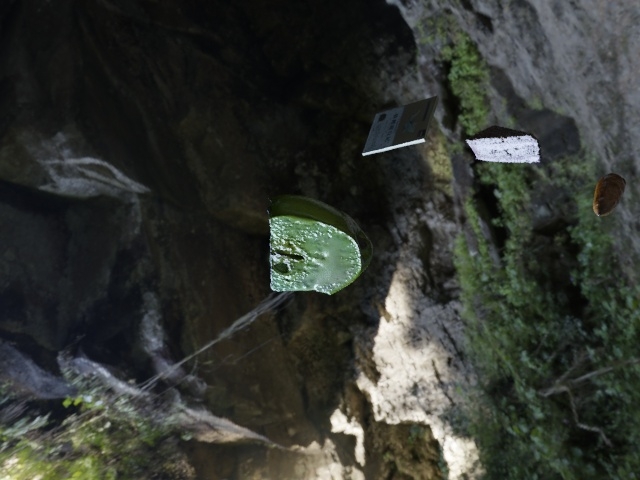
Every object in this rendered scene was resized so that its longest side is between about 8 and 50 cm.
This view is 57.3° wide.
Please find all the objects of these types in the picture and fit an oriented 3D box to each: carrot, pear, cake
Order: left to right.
[{"bbox_3d":[0.000,0.000,1.549,0.176,0.282,0.286,-85,-2,-52],"label":"pear"},{"bbox_3d":[0.684,-0.351,2.130,0.295,0.113,0.116,22,147,55],"label":"cake"},{"bbox_3d":[0.712,-0.105,1.463,0.072,0.072,0.205,56,-139,-2],"label":"carrot"}]

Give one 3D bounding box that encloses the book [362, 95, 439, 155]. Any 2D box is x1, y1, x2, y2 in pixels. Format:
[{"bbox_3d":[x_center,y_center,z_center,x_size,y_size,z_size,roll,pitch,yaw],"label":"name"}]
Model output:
[{"bbox_3d":[0.314,-0.452,2.321,0.021,0.310,0.217,39,-120,-34],"label":"book"}]
